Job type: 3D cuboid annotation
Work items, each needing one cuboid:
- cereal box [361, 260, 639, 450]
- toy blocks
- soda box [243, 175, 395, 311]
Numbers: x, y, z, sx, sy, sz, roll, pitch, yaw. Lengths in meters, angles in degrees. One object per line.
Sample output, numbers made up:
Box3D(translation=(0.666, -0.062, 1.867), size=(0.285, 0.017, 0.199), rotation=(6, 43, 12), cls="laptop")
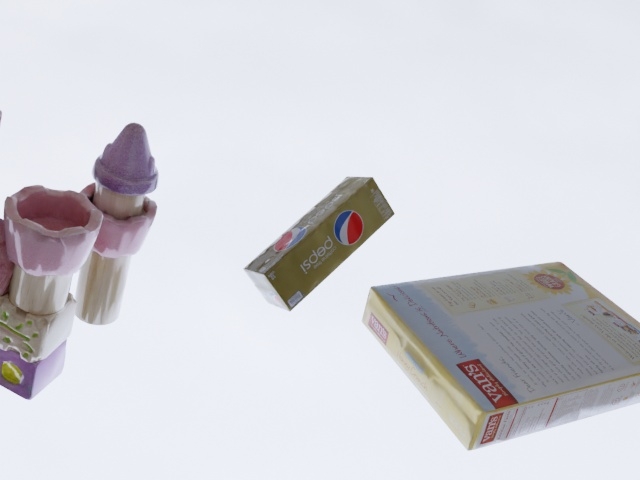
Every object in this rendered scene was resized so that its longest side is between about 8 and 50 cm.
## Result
Box3D(translation=(0.180, 0.091, 0.712), size=(0.240, 0.047, 0.173), rotation=(-6, -146, -28), cls="cereal box")
Box3D(translation=(-0.290, -0.031, 0.556), size=(0.288, 0.260, 0.309), rotation=(23, -151, 5), cls="toy blocks")
Box3D(translation=(0.000, 0.000, 0.939), size=(0.181, 0.058, 0.061), rotation=(-42, -156, -20), cls="soda box")
